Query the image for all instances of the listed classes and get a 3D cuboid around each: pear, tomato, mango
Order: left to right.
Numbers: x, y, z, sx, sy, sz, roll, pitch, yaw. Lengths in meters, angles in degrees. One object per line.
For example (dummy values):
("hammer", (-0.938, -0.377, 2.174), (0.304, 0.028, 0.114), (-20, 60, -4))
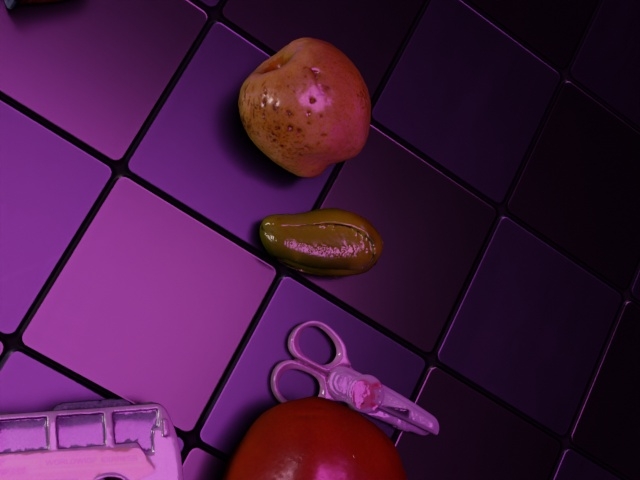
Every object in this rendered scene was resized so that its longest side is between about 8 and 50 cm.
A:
("pear", (-0.015, -0.167, 1.207), (0.178, 0.178, 0.178), (3, 82, -21))
("mango", (0.000, 0.000, 1.232), (0.165, 0.074, 0.091), (12, 85, -7))
("tomato", (0.002, 0.321, 1.133), (0.260, 0.180, 0.259), (3, 82, -24))

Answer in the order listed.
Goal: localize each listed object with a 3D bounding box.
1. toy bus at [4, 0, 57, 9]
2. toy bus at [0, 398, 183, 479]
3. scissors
("toy bus", (-0.349, -0.423, 1.129), (0.120, 0.121, 0.265), (-10, 86, -31))
("toy bus", (-0.332, 0.257, 1.058), (0.343, 0.097, 0.138), (-2, 77, -20))
("scissors", (0.054, 0.201, 1.247), (0.242, 0.030, 0.118), (27, 74, -12))
